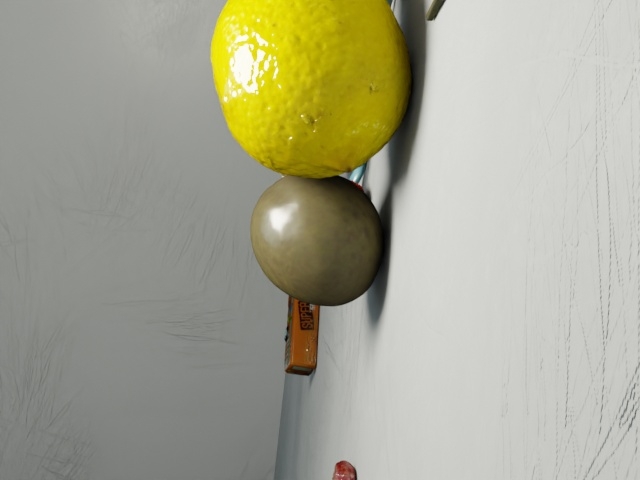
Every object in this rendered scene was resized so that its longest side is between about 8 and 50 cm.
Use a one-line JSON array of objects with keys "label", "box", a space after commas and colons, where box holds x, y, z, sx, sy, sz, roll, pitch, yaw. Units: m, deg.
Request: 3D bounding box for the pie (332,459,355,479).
[{"label": "pie", "box": [0.037, 0.459, 1.554, 0.154, 0.036, 0.154, -175, 90, -85]}]

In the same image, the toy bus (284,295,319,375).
[{"label": "toy bus", "box": [-0.048, 0.186, 2.596, 0.092, 0.093, 0.409, 121, 154, -62]}]

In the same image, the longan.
[{"label": "longan", "box": [0.000, 0.000, 1.470, 0.248, 0.248, 0.248, -175, 90, -85]}]

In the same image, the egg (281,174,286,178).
[{"label": "egg", "box": [-0.031, -0.273, 1.927, 0.279, 0.279, 0.310, 114, 133, -76]}]

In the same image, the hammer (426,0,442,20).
[{"label": "hammer", "box": [0.158, -0.320, 1.072, 0.292, 0.029, 0.058, 115, 162, -82]}]

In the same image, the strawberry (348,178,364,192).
[{"label": "strawberry", "box": [0.039, -0.053, 1.704, 0.148, 0.131, 0.131, -16, -64, -60]}]

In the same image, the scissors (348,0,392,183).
[{"label": "scissors", "box": [0.067, -0.271, 1.682, 0.029, 0.192, 0.447, 35, 118, 33]}]

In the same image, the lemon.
[{"label": "lemon", "box": [-0.015, -0.259, 1.354, 0.336, 0.336, 0.336, -175, 90, -85]}]
